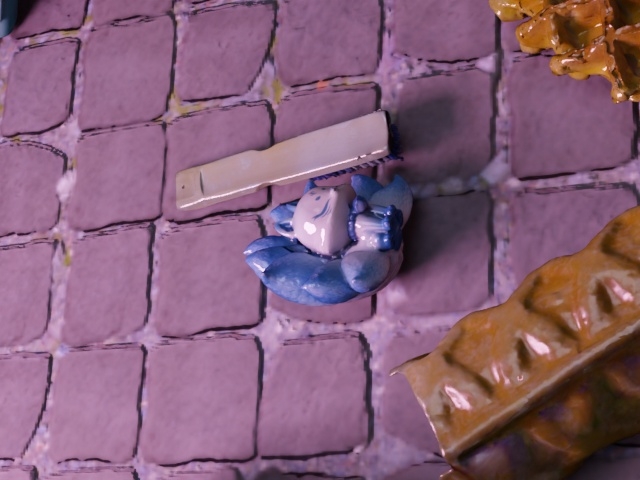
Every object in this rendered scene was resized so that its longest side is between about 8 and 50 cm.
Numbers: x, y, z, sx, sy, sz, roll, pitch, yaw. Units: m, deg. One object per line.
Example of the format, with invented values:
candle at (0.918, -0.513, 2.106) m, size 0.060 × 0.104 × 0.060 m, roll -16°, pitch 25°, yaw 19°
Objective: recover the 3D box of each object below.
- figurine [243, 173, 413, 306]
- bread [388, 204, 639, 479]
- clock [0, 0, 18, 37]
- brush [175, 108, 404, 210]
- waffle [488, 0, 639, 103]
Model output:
figurine at (0.000, 0.000, 0.723) m, size 0.114 × 0.079 × 0.114 m, roll -11°, pitch 44°, yaw 11°
bread at (0.171, 0.040, 0.619) m, size 0.269 × 0.087 × 0.098 m, roll -34°, pitch 58°, yaw 12°
clock at (-0.273, -0.309, 0.858) m, size 0.116 × 0.262 × 0.231 m, roll 1°, pitch 68°, yaw -17°
brush at (-0.023, -0.050, 0.784) m, size 0.178 × 0.030 × 0.033 m, roll -13°, pitch 75°, yaw 34°
waffle at (0.220, -0.174, 0.671) m, size 0.229 × 0.051 × 0.231 m, roll -51°, pitch 49°, yaw 2°
